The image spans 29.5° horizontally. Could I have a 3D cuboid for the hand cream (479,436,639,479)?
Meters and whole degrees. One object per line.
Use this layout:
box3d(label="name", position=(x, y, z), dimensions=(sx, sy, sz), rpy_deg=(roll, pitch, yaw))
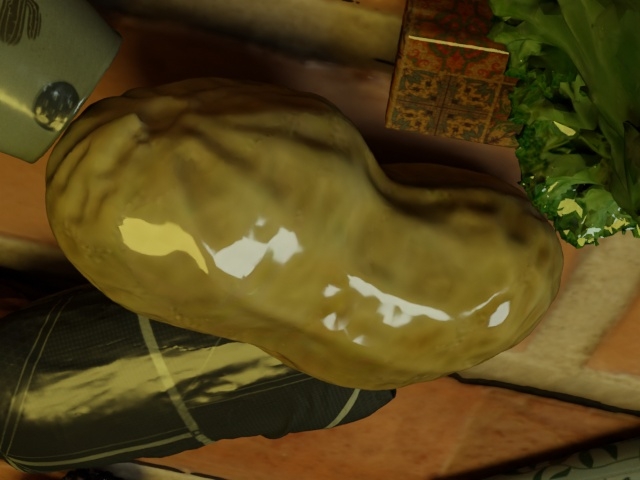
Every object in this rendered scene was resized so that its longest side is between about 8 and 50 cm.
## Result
box3d(label="hand cream", position=(0.202, 0.192, 0.932), dimensions=(0.256, 0.055, 0.088), rpy_deg=(-25, 137, 37))

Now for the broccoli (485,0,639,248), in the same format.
box3d(label="broccoli", position=(0.183, -0.046, 0.455), dimensions=(0.269, 0.269, 0.254), rpy_deg=(-9, 135, 21))

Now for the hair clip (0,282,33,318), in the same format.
box3d(label="hair clip", position=(-0.265, 0.067, 0.838), dimensions=(0.138, 0.102, 0.123), rpy_deg=(32, 137, -25))

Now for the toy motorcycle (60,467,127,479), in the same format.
box3d(label="toy motorcycle", position=(-0.230, 0.294, 1.100), dimensions=(0.204, 0.108, 0.239), rpy_deg=(-7, 112, 12))

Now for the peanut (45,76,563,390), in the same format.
box3d(label="peanut", position=(0.000, 0.000, 0.668), dimensions=(0.306, 0.147, 0.147), rpy_deg=(23, 138, -26))

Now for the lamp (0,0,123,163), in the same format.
box3d(label="lamp", position=(-0.206, -0.129, 0.587), dimensions=(0.215, 0.121, 0.121), rpy_deg=(35, 133, -21))

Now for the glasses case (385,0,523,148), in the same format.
box3d(label="glasses case", position=(0.147, -0.081, 0.626), dimensions=(0.218, 0.049, 0.075), rpy_deg=(9, 145, 1))

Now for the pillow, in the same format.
box3d(label="pillow", position=(-0.108, 0.092, 0.822), dimensions=(0.335, 0.092, 0.161), rpy_deg=(-12, 134, 6))
